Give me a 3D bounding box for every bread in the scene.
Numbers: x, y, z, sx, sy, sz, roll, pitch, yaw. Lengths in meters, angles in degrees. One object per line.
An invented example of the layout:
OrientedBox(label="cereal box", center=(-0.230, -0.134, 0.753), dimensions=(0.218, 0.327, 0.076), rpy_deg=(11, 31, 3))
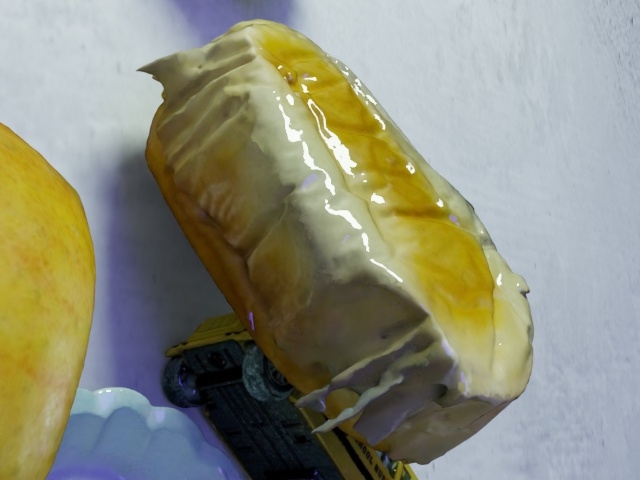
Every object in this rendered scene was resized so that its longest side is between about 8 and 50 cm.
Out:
OrientedBox(label="bread", center=(0.009, 0.001, 0.697), dimensions=(0.236, 0.183, 0.388), rpy_deg=(-2, 55, -51))

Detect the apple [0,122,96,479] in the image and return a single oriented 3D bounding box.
OrientedBox(label="apple", center=(-0.266, 0.049, 0.381), dimensions=(0.275, 0.299, 0.298), rpy_deg=(27, 60, -26))

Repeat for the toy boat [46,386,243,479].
OrientedBox(label="toy boat", center=(-0.150, 0.218, 0.612), dimensions=(0.290, 0.100, 0.199), rpy_deg=(30, 60, -40))

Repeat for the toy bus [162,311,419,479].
OrientedBox(label="toy bus", center=(-0.002, 0.200, 0.772), dimensions=(0.335, 0.121, 0.123), rpy_deg=(59, 38, -19))
